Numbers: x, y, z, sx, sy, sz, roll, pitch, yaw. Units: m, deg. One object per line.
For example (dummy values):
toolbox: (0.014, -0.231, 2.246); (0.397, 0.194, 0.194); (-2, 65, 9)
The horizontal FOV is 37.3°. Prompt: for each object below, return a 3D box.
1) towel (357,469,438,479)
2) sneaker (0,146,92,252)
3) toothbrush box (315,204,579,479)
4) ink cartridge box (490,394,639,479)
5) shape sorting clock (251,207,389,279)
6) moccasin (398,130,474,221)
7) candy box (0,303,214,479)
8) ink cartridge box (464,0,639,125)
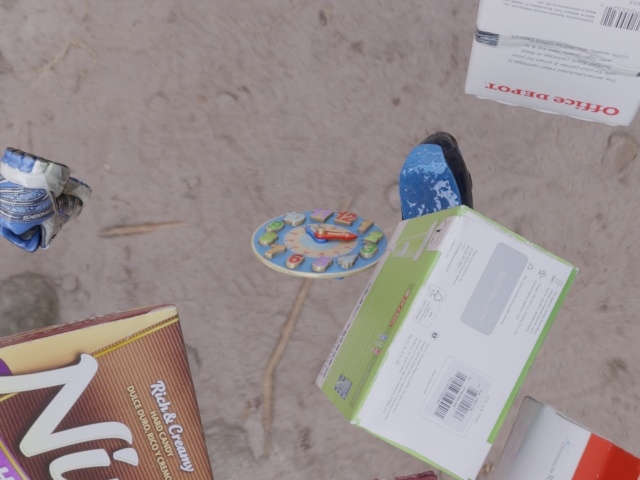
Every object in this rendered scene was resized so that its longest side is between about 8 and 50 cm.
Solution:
towel: (0.013, 0.425, 1.252); (0.328, 0.037, 0.237); (-8, 107, 12)
sneaker: (-0.190, -0.022, 0.626); (0.052, 0.135, 0.058); (19, 84, -1)
toothbrush box: (0.105, 0.089, 0.915); (0.122, 0.283, 0.206); (28, 85, -6)
ink cartridge box: (0.175, 0.234, 0.782); (0.066, 0.232, 0.189); (24, 88, 8)
shape sorting clock: (0.000, 0.000, 1.411); (0.206, 0.206, 0.040); (9, 115, 14)
moccasin: (0.184, 0.012, 1.313); (0.137, 0.117, 0.342); (10, 125, 19)
candy box: (-0.097, 0.128, 0.394); (0.109, 0.053, 0.187); (-12, 92, -28)
ink cartridge box: (0.236, -0.221, 0.871); (0.171, 0.237, 0.100); (13, 66, 8)
